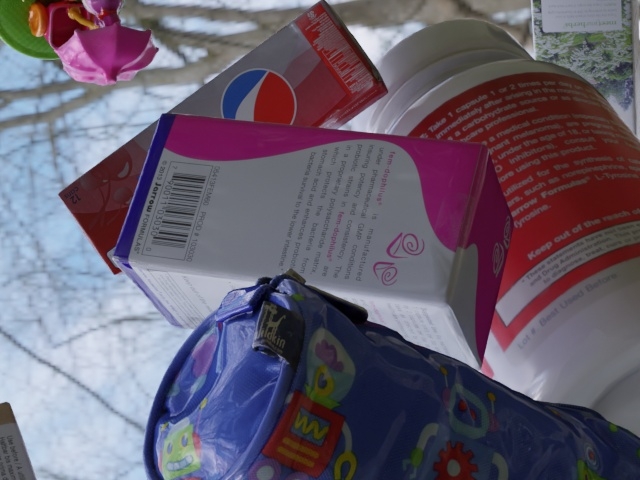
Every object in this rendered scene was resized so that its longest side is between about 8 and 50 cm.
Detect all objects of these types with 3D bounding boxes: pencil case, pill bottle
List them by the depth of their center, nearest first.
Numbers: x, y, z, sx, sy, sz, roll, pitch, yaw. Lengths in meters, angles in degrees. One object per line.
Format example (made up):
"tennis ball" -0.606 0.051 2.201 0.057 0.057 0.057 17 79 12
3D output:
"pencil case" 0.056 0.115 0.829 0.306 0.119 0.133 25 -107 -32
"pill bottle" 0.173 0.003 1.261 0.229 0.229 0.407 34 -161 -41

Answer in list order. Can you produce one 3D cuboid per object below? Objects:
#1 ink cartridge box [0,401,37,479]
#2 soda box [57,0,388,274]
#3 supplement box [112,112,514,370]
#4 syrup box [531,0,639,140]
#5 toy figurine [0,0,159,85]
"ink cartridge box" -0.210 0.257 1.068 0.088 0.234 0.193 -14 -52 -14
"soda box" -0.075 -0.079 1.269 0.083 0.263 0.092 55 -176 4
"supplement box" 0.000 0.000 1.008 0.114 0.220 0.111 58 -136 -58
"syrup box" 0.253 -0.184 1.500 0.096 0.093 0.237 -66 -28 -58
"toy figurine" -0.188 -0.201 1.308 0.130 0.159 0.173 -6 -59 -30
